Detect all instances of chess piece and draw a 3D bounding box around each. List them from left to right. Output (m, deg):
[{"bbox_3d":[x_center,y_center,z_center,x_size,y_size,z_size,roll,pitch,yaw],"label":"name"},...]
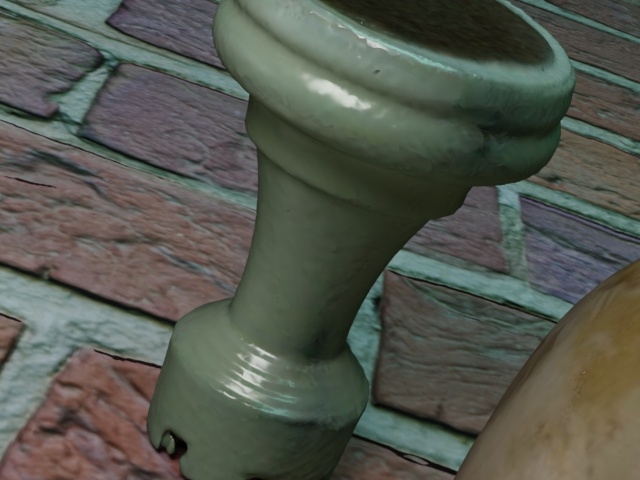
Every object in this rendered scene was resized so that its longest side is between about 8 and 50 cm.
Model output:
[{"bbox_3d":[0.000,0.000,0.785,0.194,0.299,0.194,18,25,-9],"label":"chess piece"}]

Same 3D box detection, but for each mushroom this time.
[{"bbox_3d":[0.221,0.154,0.721,0.290,0.292,0.292,41,27,3],"label":"mushroom"}]
